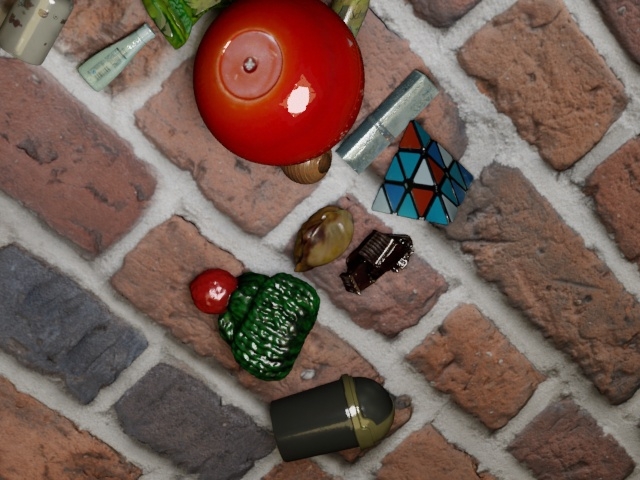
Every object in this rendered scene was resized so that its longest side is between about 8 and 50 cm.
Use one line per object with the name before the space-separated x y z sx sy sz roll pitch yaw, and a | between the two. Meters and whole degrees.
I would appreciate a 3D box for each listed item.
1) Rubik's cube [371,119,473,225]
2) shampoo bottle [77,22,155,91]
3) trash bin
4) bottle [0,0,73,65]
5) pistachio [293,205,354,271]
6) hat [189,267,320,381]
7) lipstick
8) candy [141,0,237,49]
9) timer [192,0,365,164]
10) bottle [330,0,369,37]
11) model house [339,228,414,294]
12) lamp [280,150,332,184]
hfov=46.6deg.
Rubik's cube | 0.206 -0.150 1.883 0.234 0.284 0.250 -25 110 33
shampoo bottle | -0.459 -0.422 1.692 0.190 0.041 0.069 -38 108 6
trash bin | 0.042 0.487 2.067 0.333 0.214 0.214 -13 114 4
bottle | -0.598 -0.502 1.599 0.110 0.110 0.233 30 103 -20
pistachio | 0.000 0.000 1.910 0.210 0.130 0.165 -52 151 11
hat | -0.184 0.187 1.921 0.332 0.242 0.274 27 82 4
lipstick | 0.166 -0.295 1.839 0.076 0.077 0.290 39 100 -25
candy | -0.265 -0.551 1.662 0.246 0.069 0.149 -29 109 7
timer | -0.093 -0.351 1.618 0.378 0.279 0.378 1 92 19
bottle | 0.078 -0.559 1.711 0.083 0.083 0.270 19 108 -17
model house | 0.147 0.064 1.937 0.141 0.164 0.203 36 104 -16
lamp | -0.037 -0.204 1.810 0.136 0.136 0.136 -4 112 -9
